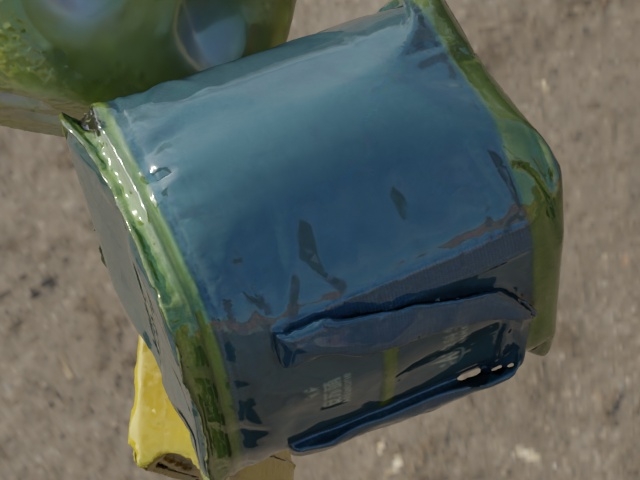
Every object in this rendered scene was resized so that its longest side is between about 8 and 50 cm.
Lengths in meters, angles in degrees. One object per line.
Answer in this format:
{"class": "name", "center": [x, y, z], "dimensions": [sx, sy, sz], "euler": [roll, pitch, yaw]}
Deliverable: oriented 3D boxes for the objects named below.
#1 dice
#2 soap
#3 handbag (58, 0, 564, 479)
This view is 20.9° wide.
{"class": "dice", "center": [-0.161, -0.194, 1.145], "dimensions": [0.227, 0.233, 0.238], "euler": [2, 82, 54]}
{"class": "soap", "center": [-0.092, 0.143, 1.686], "dimensions": [0.096, 0.324, 0.204], "euler": [2, 78, 12]}
{"class": "handbag", "center": [0.000, 0.000, 1.038], "dimensions": [0.241, 0.263, 0.222], "euler": [-24, 63, -9]}
